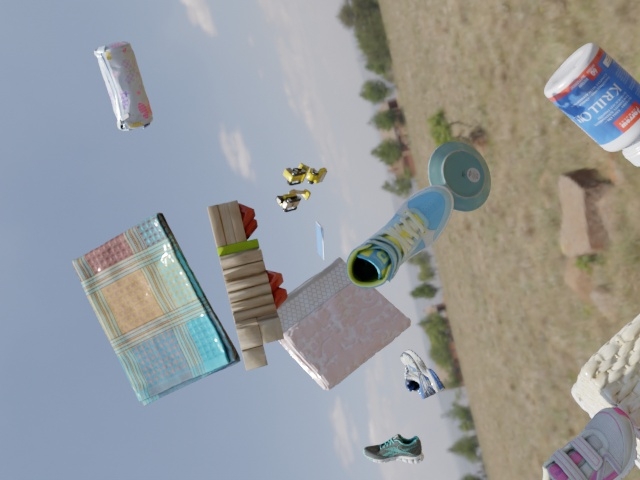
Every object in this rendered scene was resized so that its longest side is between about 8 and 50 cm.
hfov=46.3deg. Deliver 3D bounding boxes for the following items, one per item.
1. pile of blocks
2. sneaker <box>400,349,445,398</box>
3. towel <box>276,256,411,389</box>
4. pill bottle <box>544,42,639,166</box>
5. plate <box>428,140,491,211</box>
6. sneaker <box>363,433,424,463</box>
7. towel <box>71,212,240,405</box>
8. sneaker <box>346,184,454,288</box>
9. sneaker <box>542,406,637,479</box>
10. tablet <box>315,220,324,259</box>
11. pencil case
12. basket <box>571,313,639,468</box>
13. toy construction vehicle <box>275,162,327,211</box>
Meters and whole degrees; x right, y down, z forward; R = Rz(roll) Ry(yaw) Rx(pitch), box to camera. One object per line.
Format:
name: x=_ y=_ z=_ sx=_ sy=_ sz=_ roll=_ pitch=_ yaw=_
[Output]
pile of blocks: x=-0.133 y=0.076 z=1.477 sx=0.149 sy=0.112 sz=0.362 roll=94 pitch=162 yaw=-66
sneaker: x=0.182 y=0.260 z=1.453 sx=0.052 sy=0.058 sz=0.135 roll=58 pitch=172 yaw=-28
towel: x=0.042 y=0.231 z=2.179 sx=0.317 sy=0.331 sz=0.053 roll=43 pitch=153 yaw=27
pill bottle: x=0.525 y=-0.240 z=1.351 sx=0.221 sy=0.124 sz=0.124 roll=39 pitch=-167 yaw=-6
plate: x=0.359 y=-0.166 z=1.901 sx=0.024 sy=0.188 sz=0.188 roll=149 pitch=110 yaw=-64
sneaker: x=0.199 y=0.561 z=2.042 sx=0.065 sy=0.166 sz=0.076 roll=-90 pitch=-1 yaw=-75
towel: x=-0.371 y=0.158 z=1.652 sx=0.370 sy=0.271 sz=0.040 roll=63 pitch=-162 yaw=-1
sneaker: x=0.186 y=0.001 z=1.740 sx=0.127 sy=0.319 sz=0.208 roll=44 pitch=-168 yaw=5
sneaker: x=0.471 y=0.411 z=1.347 sx=0.103 sy=0.111 sz=0.252 roll=41 pitch=110 yaw=55
tablet: x=0.000 y=0.000 z=1.807 sx=0.054 sy=0.006 sz=0.083 roll=-129 pitch=32 yaw=-61
pencil case: x=-0.618 y=-0.483 z=2.349 sx=0.124 sy=0.113 sz=0.273 roll=-34 pitch=-57 yaw=-41
basket: x=0.724 y=0.295 z=1.479 sx=0.328 sy=0.331 sz=0.266 roll=49 pitch=180 yaw=29
toy construction vehicle: x=-0.038 y=-0.094 z=1.248 sx=0.035 sy=0.086 sz=0.098 roll=41 pitch=-145 yaw=22
